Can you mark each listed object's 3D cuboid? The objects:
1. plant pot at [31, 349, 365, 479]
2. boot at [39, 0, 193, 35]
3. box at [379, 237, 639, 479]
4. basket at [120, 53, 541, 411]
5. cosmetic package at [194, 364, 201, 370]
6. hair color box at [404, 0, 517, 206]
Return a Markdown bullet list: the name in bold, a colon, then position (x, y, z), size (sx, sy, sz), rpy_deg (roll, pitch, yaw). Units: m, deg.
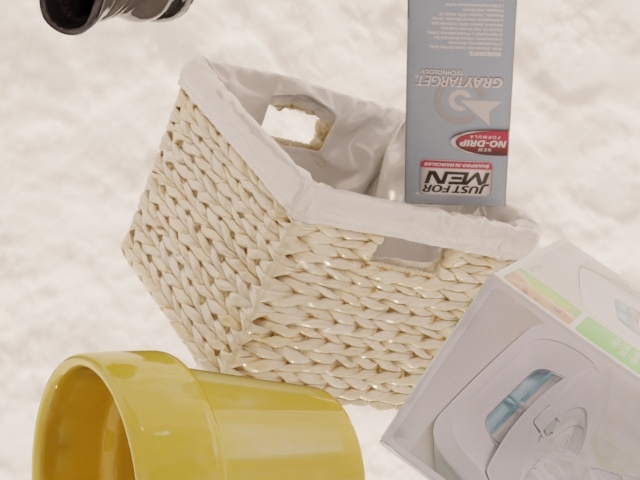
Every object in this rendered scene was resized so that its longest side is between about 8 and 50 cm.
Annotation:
- **plant pot**: position (-0.102, 0.219, 1.323), size (0.239, 0.254, 0.254), rpy_deg (-2, 117, -32)
- **boot**: position (-0.170, -0.369, 1.481), size (0.118, 0.222, 0.338), rpy_deg (14, 103, 16)
- **box**: position (0.190, 0.122, 0.916), size (0.231, 0.262, 0.127), rpy_deg (35, 104, 13)
- **basket**: position (0.000, 0.000, 1.670), size (0.328, 0.331, 0.266), rpy_deg (10, 113, -36)
- **cosmetic package**: position (-0.107, 0.171, 1.878), size (0.085, 0.231, 0.117), rpy_deg (39, 139, -12)
- **hair color box**: position (0.147, -0.241, 1.554), size (0.113, 0.185, 0.375), rpy_deg (2, 122, 5)
